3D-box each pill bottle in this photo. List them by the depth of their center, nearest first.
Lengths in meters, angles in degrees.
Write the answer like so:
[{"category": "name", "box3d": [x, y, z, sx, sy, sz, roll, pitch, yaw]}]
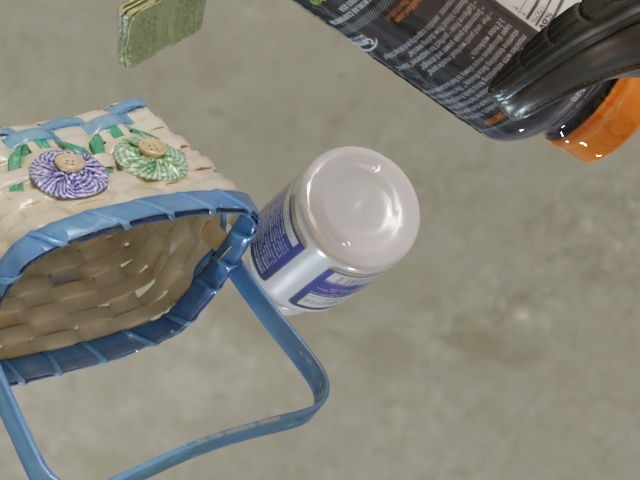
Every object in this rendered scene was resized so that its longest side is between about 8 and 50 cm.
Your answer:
[{"category": "pill bottle", "box3d": [0.091, -0.145, 1.137, 0.246, 0.130, 0.130, 34, 137, -20]}, {"category": "pill bottle", "box3d": [0.000, 0.000, 1.654, 0.112, 0.112, 0.187, 25, 154, -14]}]

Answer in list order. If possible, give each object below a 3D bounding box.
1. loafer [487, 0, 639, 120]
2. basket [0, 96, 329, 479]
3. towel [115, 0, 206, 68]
[{"category": "loafer", "box3d": [0.159, -0.093, 0.869, 0.170, 0.062, 0.061, -27, 106, 15]}, {"category": "basket", "box3d": [-0.159, 0.045, 1.415, 0.289, 0.255, 0.201, 58, 137, 18]}, {"category": "towel", "box3d": [-0.168, -0.237, 2.006, 0.027, 0.110, 0.148, 56, 165, 14]}]
